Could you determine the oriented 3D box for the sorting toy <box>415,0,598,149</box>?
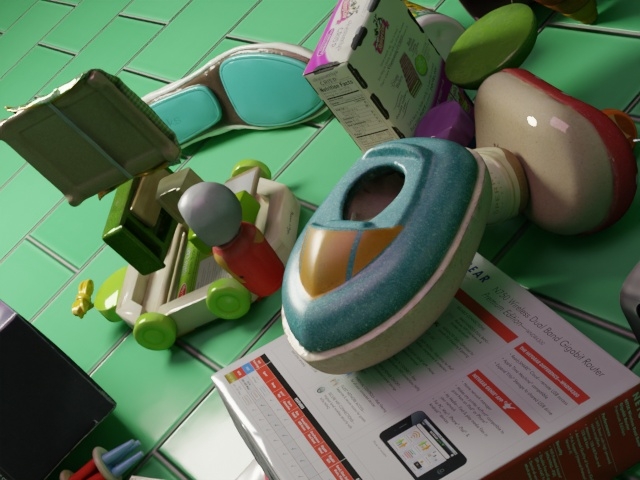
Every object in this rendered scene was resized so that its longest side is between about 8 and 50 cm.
[{"bbox_3d":[0.247,-0.219,1.539,0.127,0.126,0.365,1,54,53],"label":"sorting toy"}]

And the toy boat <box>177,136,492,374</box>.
[{"bbox_3d":[0.000,0.000,1.240,0.318,0.148,0.267,-1,50,42],"label":"toy boat"}]

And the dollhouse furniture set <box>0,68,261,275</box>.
[{"bbox_3d":[-0.233,-0.122,1.600,0.197,0.301,0.151,-21,38,33],"label":"dollhouse furniture set"}]

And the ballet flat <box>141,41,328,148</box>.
[{"bbox_3d":[-0.119,-0.234,1.944,0.400,0.139,0.139,-12,41,39],"label":"ballet flat"}]

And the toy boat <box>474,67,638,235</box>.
[{"bbox_3d":[0.272,-0.102,1.364,0.151,0.151,0.231,-14,28,-15],"label":"toy boat"}]

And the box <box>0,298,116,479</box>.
[{"bbox_3d":[-0.446,0.228,1.584,0.294,0.183,0.296,-46,20,-13],"label":"box"}]

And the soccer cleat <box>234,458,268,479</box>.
[{"bbox_3d":[-0.080,0.301,1.256,0.095,0.083,0.248,-13,37,52],"label":"soccer cleat"}]

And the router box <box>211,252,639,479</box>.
[{"bbox_3d":[0.091,0.157,1.179,0.301,0.082,0.335,-28,30,-10],"label":"router box"}]

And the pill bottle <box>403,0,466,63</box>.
[{"bbox_3d":[0.109,-0.270,1.739,0.117,0.117,0.208,-42,31,-4],"label":"pill bottle"}]

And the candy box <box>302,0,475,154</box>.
[{"bbox_3d":[0.091,-0.174,1.525,0.071,0.233,0.159,-12,40,37],"label":"candy box"}]

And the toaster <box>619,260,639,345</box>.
[{"bbox_3d":[0.373,0.041,1.071,0.186,0.110,0.168,-48,33,-14],"label":"toaster"}]

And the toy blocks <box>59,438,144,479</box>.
[{"bbox_3d":[-0.267,0.299,1.471,0.148,0.054,0.123,-35,31,7],"label":"toy blocks"}]

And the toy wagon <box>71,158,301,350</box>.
[{"bbox_3d":[-0.183,0.034,1.710,0.344,0.068,0.267,-25,34,24],"label":"toy wagon"}]

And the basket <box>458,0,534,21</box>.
[{"bbox_3d":[0.286,-0.423,1.706,0.227,0.204,0.154,-36,37,-15],"label":"basket"}]

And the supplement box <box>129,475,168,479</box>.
[{"bbox_3d":[-0.163,0.288,1.369,0.098,0.062,0.036,-5,47,44],"label":"supplement box"}]

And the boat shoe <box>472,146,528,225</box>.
[{"bbox_3d":[0.097,-0.037,1.411,0.098,0.109,0.302,-21,6,-33],"label":"boat shoe"}]

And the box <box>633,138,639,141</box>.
[{"bbox_3d":[0.394,-0.077,1.131,0.136,0.225,0.036,2,93,48],"label":"box"}]
